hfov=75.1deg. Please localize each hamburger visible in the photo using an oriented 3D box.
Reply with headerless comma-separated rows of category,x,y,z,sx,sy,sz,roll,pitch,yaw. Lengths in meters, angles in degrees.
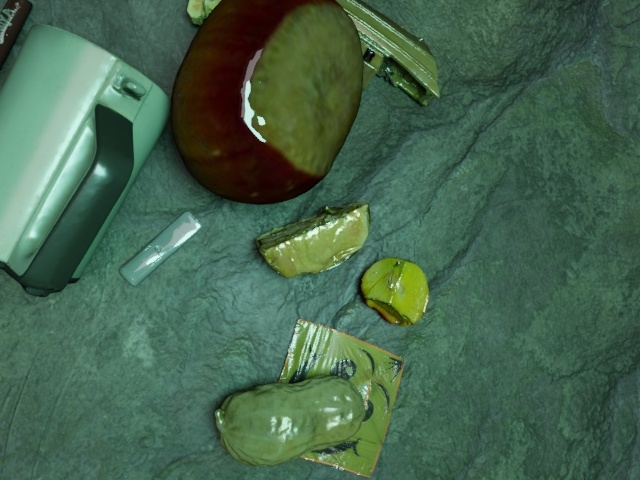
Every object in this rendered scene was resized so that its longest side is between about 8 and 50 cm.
hamburger,0.000,0.000,0.894,0.262,0.124,0.131,-22,108,-11

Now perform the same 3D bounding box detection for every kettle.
kettle,-0.415,-0.120,0.694,0.250,0.361,0.377,33,77,-51

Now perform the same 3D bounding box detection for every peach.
peach,0.171,0.111,0.917,0.151,0.118,0.151,-9,64,19

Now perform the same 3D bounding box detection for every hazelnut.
hazelnut,-0.097,-0.262,0.792,0.359,0.359,0.409,32,80,-8

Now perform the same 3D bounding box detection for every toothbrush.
toothbrush,-0.650,-0.315,0.801,0.040,0.041,0.364,21,80,-11

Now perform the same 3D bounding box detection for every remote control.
remote control,-0.325,0.015,0.851,0.050,0.027,0.184,46,75,-6

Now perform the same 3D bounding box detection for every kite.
kite,0.051,0.334,0.916,0.327,0.013,0.378,-21,87,-15

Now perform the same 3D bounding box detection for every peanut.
peanut,-0.052,0.349,0.802,0.291,0.159,0.143,-4,106,-14

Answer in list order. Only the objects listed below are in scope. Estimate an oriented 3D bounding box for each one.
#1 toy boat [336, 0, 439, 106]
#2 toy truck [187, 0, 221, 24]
toy boat,0.082,-0.447,0.948,0.445,0.136,0.162,27,84,-11
toy truck,-0.193,-0.577,0.900,0.157,0.124,0.272,9,85,-4
